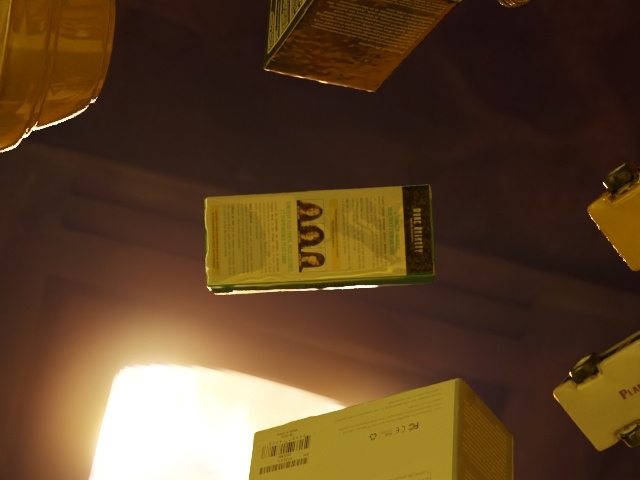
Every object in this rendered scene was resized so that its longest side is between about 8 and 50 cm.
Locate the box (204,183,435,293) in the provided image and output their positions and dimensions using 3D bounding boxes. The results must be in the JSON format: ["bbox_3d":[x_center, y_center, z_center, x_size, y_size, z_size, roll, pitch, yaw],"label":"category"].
[{"bbox_3d":[0.000,0.000,1.500,0.244,0.100,0.060,-3,-11,4],"label":"box"}]

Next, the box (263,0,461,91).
[{"bbox_3d":[0.056,-0.396,1.828,0.183,0.296,0.294,10,-19,-17],"label":"box"}]

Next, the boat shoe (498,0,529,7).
[{"bbox_3d":[0.202,-0.325,1.439,0.066,0.183,0.066,-22,29,-18],"label":"boat shoe"}]

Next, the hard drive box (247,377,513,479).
[{"bbox_3d":[0.035,0.231,0.960,0.089,0.181,0.232,48,36,-38],"label":"hard drive box"}]

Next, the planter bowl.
[{"bbox_3d":[-0.212,-0.161,1.074,0.090,0.217,0.217,7,17,-21],"label":"planter bowl"}]

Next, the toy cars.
[{"bbox_3d":[0.342,0.035,1.344,0.176,0.393,0.087,18,29,23],"label":"toy cars"}]
